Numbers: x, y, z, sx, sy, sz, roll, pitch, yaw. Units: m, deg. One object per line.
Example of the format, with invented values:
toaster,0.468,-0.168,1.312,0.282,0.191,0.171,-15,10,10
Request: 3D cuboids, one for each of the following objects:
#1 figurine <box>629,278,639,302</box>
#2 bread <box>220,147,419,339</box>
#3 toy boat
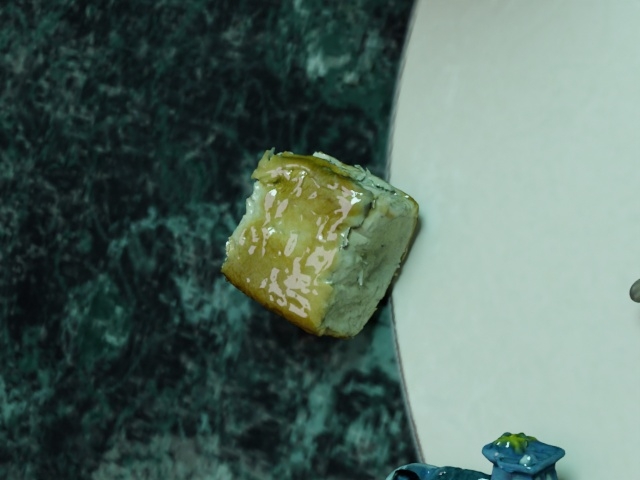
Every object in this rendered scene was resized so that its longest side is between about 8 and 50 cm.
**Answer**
figurine,0.170,0.044,0.626,0.050,0.047,0.083,-40,67,40
bread,0.002,0.001,0.732,0.070,0.077,0.083,28,98,24
toy boat,0.091,0.118,0.652,0.137,0.060,0.060,11,109,40
